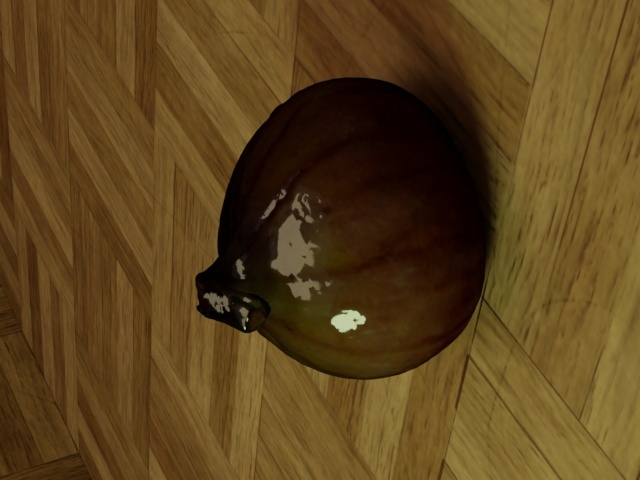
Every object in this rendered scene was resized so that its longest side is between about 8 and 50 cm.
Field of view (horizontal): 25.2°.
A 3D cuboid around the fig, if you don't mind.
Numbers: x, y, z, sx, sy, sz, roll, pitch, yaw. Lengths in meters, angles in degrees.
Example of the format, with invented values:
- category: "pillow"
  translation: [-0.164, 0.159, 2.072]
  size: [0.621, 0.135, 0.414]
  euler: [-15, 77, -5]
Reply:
- category: "fig"
  translation: [0.014, -0.007, 1.086]
  size: [0.235, 0.214, 0.235]
  euler: [-6, -90, -89]
